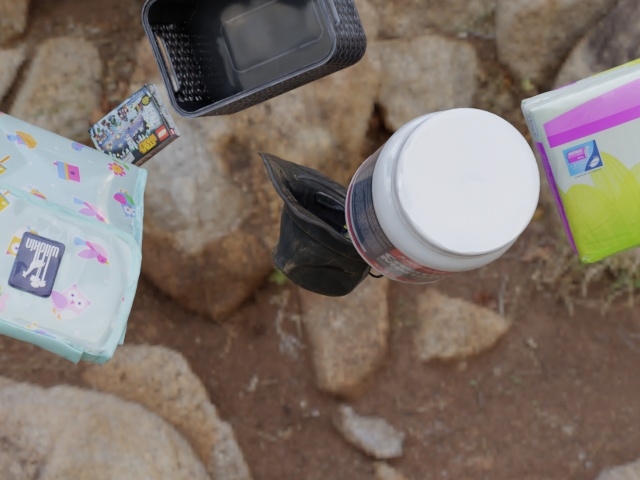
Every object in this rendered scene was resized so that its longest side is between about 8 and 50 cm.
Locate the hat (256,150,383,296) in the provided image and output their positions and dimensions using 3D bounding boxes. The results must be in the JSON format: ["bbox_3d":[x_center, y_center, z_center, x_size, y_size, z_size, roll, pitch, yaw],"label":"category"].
[{"bbox_3d":[0.000,0.000,1.808,0.331,0.134,0.331,36,13,-9],"label":"hat"}]

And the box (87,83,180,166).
[{"bbox_3d":[-0.290,-0.167,1.879,0.137,0.094,0.027,-33,-11,27],"label":"box"}]

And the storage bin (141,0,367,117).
[{"bbox_3d":[-0.062,-0.199,1.144,0.180,0.122,0.084,-19,0,23],"label":"storage bin"}]

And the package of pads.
[{"bbox_3d":[0.433,-0.116,1.546,0.296,0.229,0.101,-20,14,6],"label":"package of pads"}]

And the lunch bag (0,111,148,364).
[{"bbox_3d":[-0.310,0.004,1.301,0.223,0.160,0.262,22,35,-21],"label":"lunch bag"}]

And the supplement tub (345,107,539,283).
[{"bbox_3d":[0.144,-0.051,1.484,0.191,0.191,0.272,-11,-5,-10],"label":"supplement tub"}]
